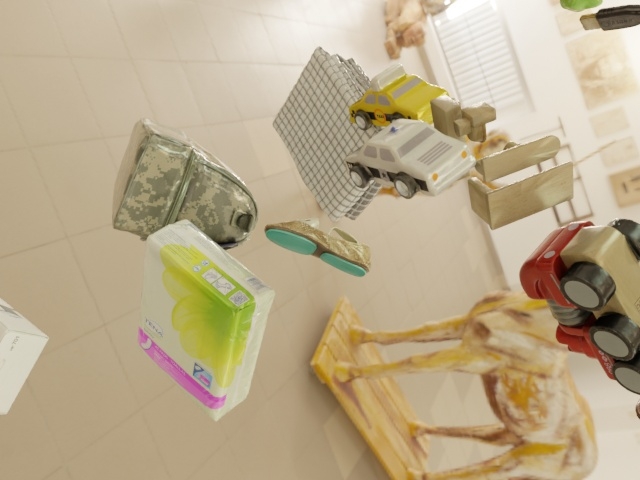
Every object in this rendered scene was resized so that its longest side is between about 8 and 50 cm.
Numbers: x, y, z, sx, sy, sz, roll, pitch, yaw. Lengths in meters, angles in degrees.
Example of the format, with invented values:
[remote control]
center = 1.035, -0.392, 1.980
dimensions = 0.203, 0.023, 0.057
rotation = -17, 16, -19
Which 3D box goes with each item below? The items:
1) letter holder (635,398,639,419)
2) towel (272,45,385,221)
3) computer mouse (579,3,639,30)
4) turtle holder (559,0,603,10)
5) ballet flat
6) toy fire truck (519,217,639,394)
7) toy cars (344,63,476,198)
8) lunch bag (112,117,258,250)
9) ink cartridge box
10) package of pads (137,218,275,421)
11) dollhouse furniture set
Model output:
[letter holder]
center = 0.652, 0.249, 0.807
dimensions = 0.214, 0.302, 0.152
rotation = -26, 138, -41
[towel]
center = 0.042, -0.215, 1.161
dimensions = 0.121, 0.235, 0.283
rotation = -12, 62, -41
[computer mouse]
center = 0.253, -0.303, 0.562
dimensions = 0.060, 0.262, 0.184
rotation = -35, 123, -36
[turtle holder]
center = 0.357, -0.531, 0.979
dimensions = 0.227, 0.243, 0.320
rotation = -100, 170, -48
[ballet flat]
center = 0.000, 0.000, 1.015
dimensions = 0.206, 0.073, 0.067
rotation = 25, 62, -15
[toy fire truck]
center = 0.358, 0.075, 0.797
dimensions = 0.158, 0.246, 0.217
rotation = -42, 105, -22
[toy cars]
center = 0.113, -0.181, 0.843
dimensions = 0.393, 0.177, 0.087
rotation = -83, 152, -57
[lunch bag]
center = -0.277, -0.103, 1.169
dimensions = 0.256, 0.305, 0.212
rotation = 17, 101, -25
[ink cartridge box]
center = -0.548, 0.169, 0.904
dimensions = 0.139, 0.191, 0.082
rotation = -62, 150, -6
[package of pads]
center = -0.211, 0.137, 0.983
dimensions = 0.229, 0.296, 0.101
rotation = 36, 40, 23
[dollhouse furniture set]
center = 0.249, -0.129, 0.785
dimensions = 0.151, 0.123, 0.144
rotation = -117, -172, -56
